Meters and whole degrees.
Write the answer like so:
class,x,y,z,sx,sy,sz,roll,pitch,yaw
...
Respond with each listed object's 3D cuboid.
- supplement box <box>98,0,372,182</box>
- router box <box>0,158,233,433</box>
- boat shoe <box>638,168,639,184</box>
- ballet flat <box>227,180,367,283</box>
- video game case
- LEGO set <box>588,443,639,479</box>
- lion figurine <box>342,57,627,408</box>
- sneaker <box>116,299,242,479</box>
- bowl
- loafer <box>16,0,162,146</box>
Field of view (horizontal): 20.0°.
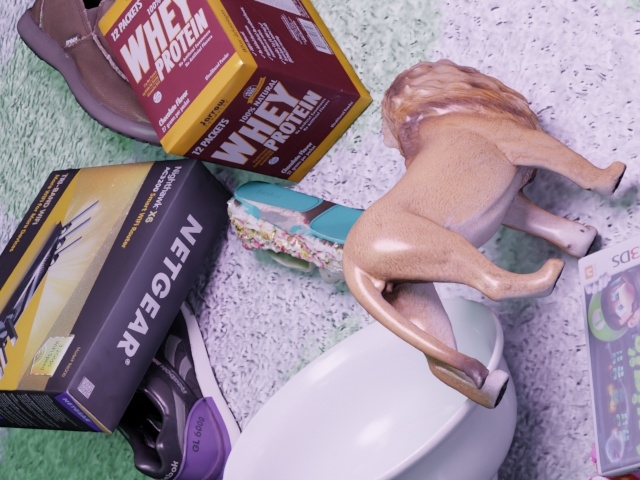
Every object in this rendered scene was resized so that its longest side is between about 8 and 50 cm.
class,x,y,z,sx,sy,sz,roll,pitch,yaw
supplement box,-0.088,-0.183,1.859,0.129,0.194,0.191,-47,55,26
router box,-0.258,0.057,1.950,0.243,0.081,0.309,-3,49,41
boat shoe,0.320,-0.121,1.573,0.066,0.063,0.184,30,103,41
ballet flat,0.000,0.000,1.840,0.241,0.091,0.077,22,128,46
video game case,0.276,0.084,1.470,0.173,0.022,0.190,-29,60,55
LEGO set,0.314,0.260,1.492,0.227,0.087,0.093,21,81,42
lion figurine,0.112,-0.025,1.590,0.240,0.392,0.142,26,126,11
sneaker,-0.188,0.137,1.938,0.107,0.124,0.283,-49,54,24
bowl,0.067,0.196,1.654,0.298,0.298,0.134,-18,114,38
loafer,-0.216,-0.211,2.018,0.366,0.134,0.130,40,109,38
